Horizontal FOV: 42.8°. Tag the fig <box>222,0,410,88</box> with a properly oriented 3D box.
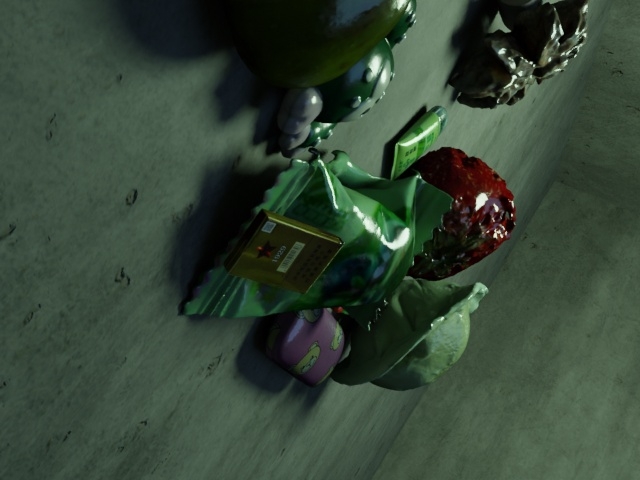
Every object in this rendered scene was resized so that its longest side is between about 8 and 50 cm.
[{"bbox_3d":[-0.002,-0.247,0.807,0.181,0.191,0.181,-10,90,-76],"label":"fig"}]

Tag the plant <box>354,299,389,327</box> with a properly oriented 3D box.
[{"bbox_3d":[0.105,0.099,1.641,0.087,0.085,0.174,86,28,-53],"label":"plant"}]

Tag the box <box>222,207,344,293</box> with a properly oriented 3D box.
[{"bbox_3d":[-0.044,0.017,1.018,0.133,0.023,0.090,18,114,-42],"label":"box"}]

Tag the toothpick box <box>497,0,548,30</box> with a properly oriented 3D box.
[{"bbox_3d":[0.400,-0.485,1.628,0.098,0.098,0.149,-65,160,2],"label":"toothpick box"}]

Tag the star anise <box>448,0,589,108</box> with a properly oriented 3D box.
[{"bbox_3d":[0.408,-0.364,1.626,0.331,0.118,0.332,-31,165,-9],"label":"star anise"}]

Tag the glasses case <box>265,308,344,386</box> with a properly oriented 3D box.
[{"bbox_3d":[-0.022,0.177,1.408,0.123,0.075,0.316,-60,160,-12],"label":"glasses case"}]

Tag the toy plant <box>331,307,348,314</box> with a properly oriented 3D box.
[{"bbox_3d":[0.048,0.048,1.414,0.155,0.088,0.240,-58,153,-6],"label":"toy plant"}]

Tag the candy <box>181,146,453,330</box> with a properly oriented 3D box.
[{"bbox_3d":[0.004,0.004,1.143,0.398,0.172,0.263,1,118,-59],"label":"candy"}]

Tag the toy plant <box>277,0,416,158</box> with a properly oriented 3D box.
[{"bbox_3d":[0.029,-0.207,1.003,0.232,0.112,0.243,-50,174,-9],"label":"toy plant"}]

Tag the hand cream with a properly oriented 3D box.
[{"bbox_3d":[0.182,-0.187,1.520,0.175,0.046,0.095,-47,157,-35],"label":"hand cream"}]

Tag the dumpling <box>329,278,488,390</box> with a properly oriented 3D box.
[{"bbox_3d":[0.197,0.199,1.687,0.211,0.270,0.321,28,89,-28],"label":"dumpling"}]

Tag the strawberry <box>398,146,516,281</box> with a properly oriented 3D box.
[{"bbox_3d":[0.243,-0.062,1.608,0.274,0.274,0.220,91,-6,-50],"label":"strawberry"}]
